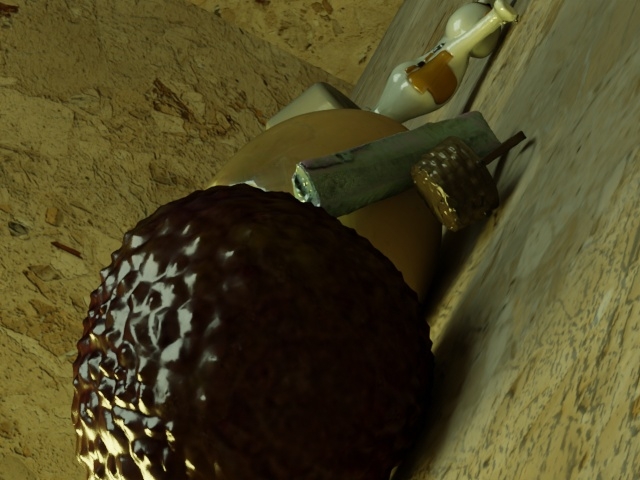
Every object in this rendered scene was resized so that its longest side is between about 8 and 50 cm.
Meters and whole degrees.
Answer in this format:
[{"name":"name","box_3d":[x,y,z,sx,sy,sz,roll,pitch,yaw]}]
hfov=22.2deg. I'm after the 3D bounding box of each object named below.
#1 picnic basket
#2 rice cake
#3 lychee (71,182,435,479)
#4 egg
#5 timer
[{"name":"picnic basket","box_3d":[0.115,-0.052,1.192,0.083,0.072,0.072,-36,-2,-13]},{"name":"rice cake","box_3d":[0.061,-0.059,1.229,0.211,0.043,0.034,-21,-20,-40]},{"name":"lychee","box_3d":[-0.048,0.090,1.077,0.260,0.260,0.260,-63,4,8]},{"name":"egg","box_3d":[0.000,0.000,1.312,0.244,0.201,0.201,-54,-1,-28]},{"name":"timer","box_3d":[0.094,-0.153,1.675,0.266,0.175,0.175,-46,7,10]}]
